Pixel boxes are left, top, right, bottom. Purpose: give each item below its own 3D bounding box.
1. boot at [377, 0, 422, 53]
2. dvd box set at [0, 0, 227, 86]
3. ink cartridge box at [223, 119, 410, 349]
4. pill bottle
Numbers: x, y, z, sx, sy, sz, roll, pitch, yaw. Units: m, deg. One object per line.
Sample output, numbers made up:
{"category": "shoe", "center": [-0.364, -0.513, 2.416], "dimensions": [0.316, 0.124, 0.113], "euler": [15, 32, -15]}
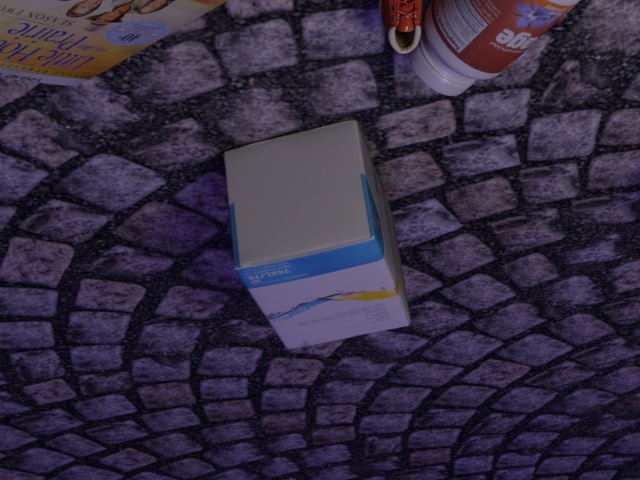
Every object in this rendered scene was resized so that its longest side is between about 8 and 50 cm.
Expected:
{"category": "boot", "center": [0.099, -0.287, 1.463], "dimensions": [0.059, 0.084, 0.158], "euler": [-4, 148, -2]}
{"category": "dvd box set", "center": [-0.203, -0.283, 1.316], "dimensions": [0.420, 0.062, 0.307], "euler": [-24, 170, 26]}
{"category": "ink cartridge box", "center": [0.000, 0.000, 1.812], "dimensions": [0.197, 0.198, 0.270], "euler": [-13, 148, 9]}
{"category": "pill bottle", "center": [0.200, -0.265, 1.482], "dimensions": [0.121, 0.121, 0.216], "euler": [13, 145, -29]}
